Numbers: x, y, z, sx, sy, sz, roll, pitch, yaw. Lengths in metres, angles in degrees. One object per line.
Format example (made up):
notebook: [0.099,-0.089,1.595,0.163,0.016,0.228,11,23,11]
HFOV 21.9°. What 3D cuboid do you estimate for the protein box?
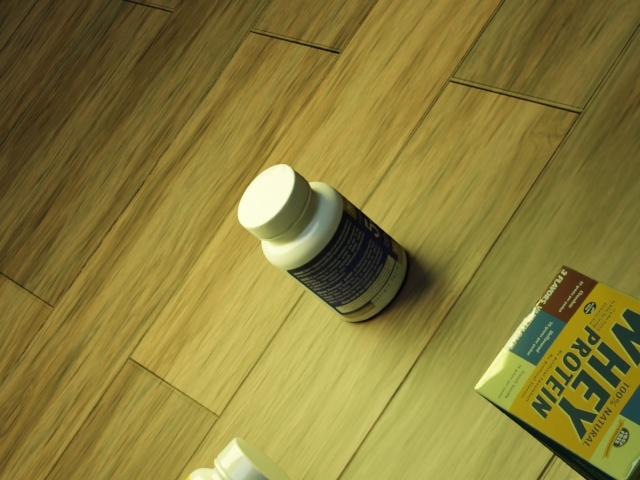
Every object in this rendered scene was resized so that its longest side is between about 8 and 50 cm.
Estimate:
protein box: [0.279,0.152,1.375,0.136,0.200,0.201,-54,34,-5]

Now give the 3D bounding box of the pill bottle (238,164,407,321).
pill bottle: [0.000,0.000,1.853,0.112,0.186,0.112,-30,39,28]

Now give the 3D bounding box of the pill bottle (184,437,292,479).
pill bottle: [-0.123,0.318,1.754,0.208,0.119,0.119,-49,34,4]
